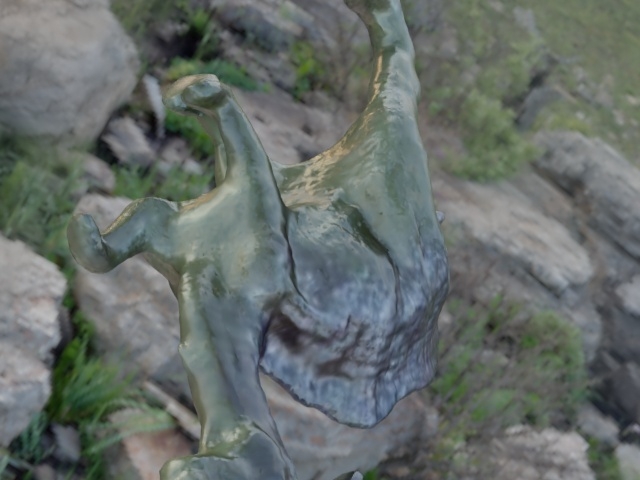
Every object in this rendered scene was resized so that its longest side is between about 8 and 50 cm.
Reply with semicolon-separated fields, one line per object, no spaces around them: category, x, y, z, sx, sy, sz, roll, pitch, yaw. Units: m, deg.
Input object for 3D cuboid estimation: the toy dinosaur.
toy dinosaur;-0.007;0.003;0.504;0.294;0.077;0.162;-42;109;-49
